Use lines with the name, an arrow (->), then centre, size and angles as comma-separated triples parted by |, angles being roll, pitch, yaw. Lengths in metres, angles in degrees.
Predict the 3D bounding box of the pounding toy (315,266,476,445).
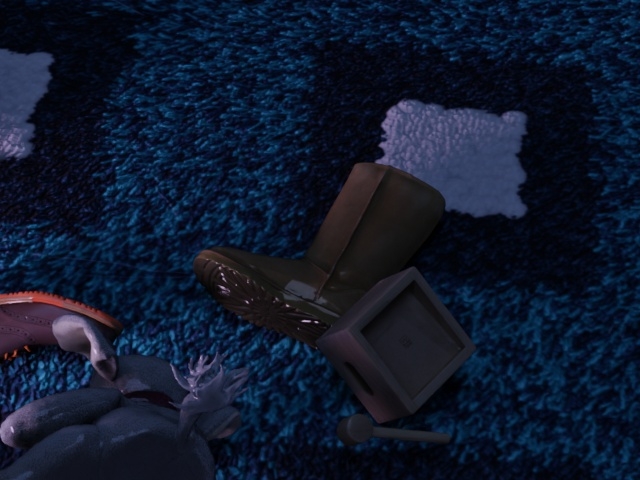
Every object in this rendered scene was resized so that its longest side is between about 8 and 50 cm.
pounding toy -> 0.078, 0.169, 1.998 | 0.206, 0.094, 0.181 | -42, 98, -30

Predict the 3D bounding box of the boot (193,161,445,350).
boot -> 0.000, 0.000, 2.154 | 0.236, 0.089, 0.269 | 29, 54, 5

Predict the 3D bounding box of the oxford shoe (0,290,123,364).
oxford shoe -> -0.373, 0.115, 2.051 | 0.271, 0.097, 0.098 | 4, 69, 8

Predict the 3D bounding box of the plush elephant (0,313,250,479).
plush elephant -> -0.218, 0.224, 1.865 | 0.272, 0.255, 0.330 | 40, 91, -17
